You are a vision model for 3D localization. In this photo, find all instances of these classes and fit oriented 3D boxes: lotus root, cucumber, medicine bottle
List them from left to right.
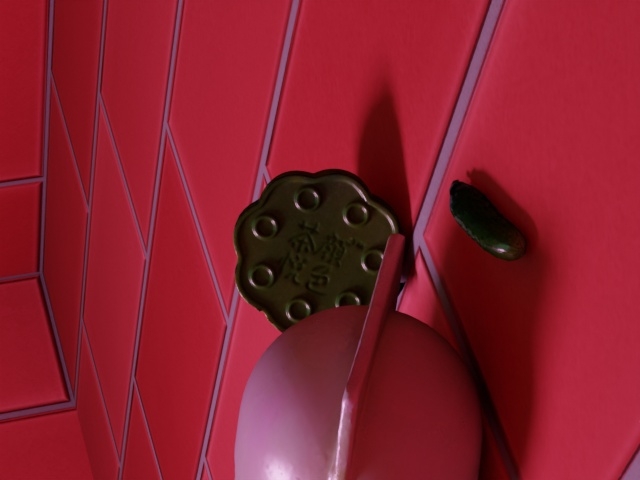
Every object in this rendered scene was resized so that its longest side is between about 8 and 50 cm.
[{"bbox_3d":[0.000,0.000,1.867,0.186,0.186,0.186,171,90,-73],"label":"lotus root"},{"bbox_3d":[0.035,0.211,1.684,0.236,0.235,0.406,-116,23,-44],"label":"medicine bottle"},{"bbox_3d":[0.143,-0.016,1.558,0.155,0.037,0.037,-127,32,-58],"label":"cucumber"}]
